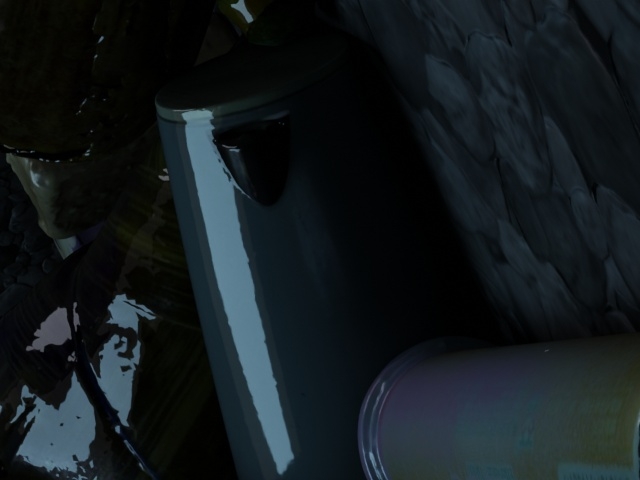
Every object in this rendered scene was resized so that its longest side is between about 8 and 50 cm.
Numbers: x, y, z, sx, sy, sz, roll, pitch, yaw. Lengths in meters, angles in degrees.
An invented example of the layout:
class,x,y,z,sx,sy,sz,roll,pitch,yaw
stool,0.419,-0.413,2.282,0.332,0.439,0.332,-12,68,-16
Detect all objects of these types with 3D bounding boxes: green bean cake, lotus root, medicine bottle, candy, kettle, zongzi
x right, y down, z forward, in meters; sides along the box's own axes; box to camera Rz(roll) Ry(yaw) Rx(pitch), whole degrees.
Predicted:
class,x,y,z,sx,sy,sz,roll,pitch,yaw
green bean cake,-0.136,-0.084,1.404,0.085,0.179,0.109,58,169,20
lotus root,-0.147,-0.177,1.121,0.196,0.179,0.397,28,146,8
medicine bottle,0.112,0.091,0.859,0.108,0.108,0.426,63,169,-1
candy,-0.018,-0.163,1.022,0.061,0.061,0.202,60,161,13
kettle,0.000,0.000,1.143,0.210,0.160,0.243,-67,-38,-66
zongzi,-0.002,0.097,1.358,0.403,0.432,0.208,37,-145,-5

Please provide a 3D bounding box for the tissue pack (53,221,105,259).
class,x,y,z,sx,sy,sz,roll,pitch,yaw
tissue pack,-0.236,-0.002,2.266,0.344,0.125,0.242,55,168,35
